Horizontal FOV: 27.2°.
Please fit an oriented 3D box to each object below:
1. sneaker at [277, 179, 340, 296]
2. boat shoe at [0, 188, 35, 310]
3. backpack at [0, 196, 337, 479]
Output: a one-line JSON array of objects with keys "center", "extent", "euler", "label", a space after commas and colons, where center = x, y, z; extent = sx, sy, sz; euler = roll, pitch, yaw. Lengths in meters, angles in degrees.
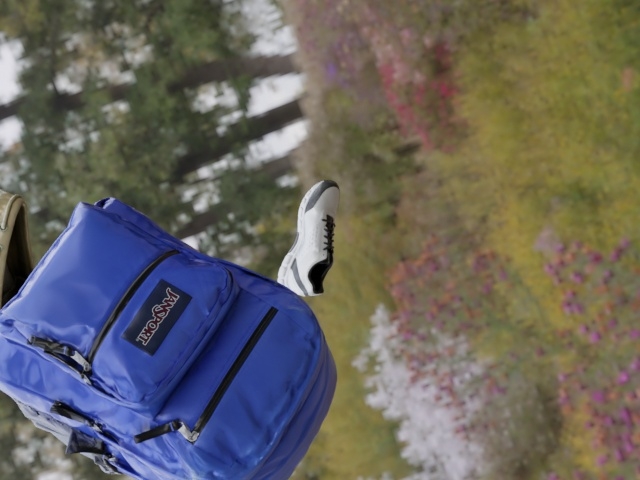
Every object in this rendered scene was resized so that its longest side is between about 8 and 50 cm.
[{"center": [0.000, 0.000, 1.173], "extent": [0.040, 0.044, 0.109], "euler": [17, -91, -47], "label": "sneaker"}, {"center": [-0.188, 0.028, 0.798], "extent": [0.056, 0.048, 0.153], "euler": [-63, -21, -46], "label": "boat shoe"}, {"center": [-0.059, 0.048, 0.512], "extent": [0.120, 0.098, 0.101], "euler": [28, 166, 15], "label": "backpack"}]
